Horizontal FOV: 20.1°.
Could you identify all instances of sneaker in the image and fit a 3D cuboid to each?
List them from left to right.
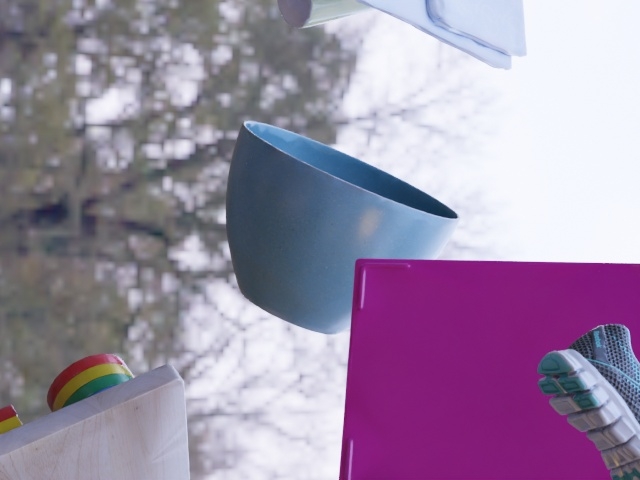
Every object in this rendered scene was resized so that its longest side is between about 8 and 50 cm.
[{"bbox_3d":[0.225,0.127,1.243,0.166,0.076,0.065,54,-28,-7],"label":"sneaker"}]

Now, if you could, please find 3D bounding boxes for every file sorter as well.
[{"bbox_3d":[0.178,0.142,1.528,0.182,0.290,0.202,66,26,-67],"label":"file sorter"}]

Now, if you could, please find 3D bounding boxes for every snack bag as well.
[{"bbox_3d":[0.099,-0.354,1.735,0.037,0.342,0.323,-10,-104,34],"label":"snack bag"}]

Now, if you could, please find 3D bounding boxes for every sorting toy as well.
[{"bbox_3d":[-0.266,0.235,1.815,0.089,0.255,0.257,52,-26,35],"label":"sorting toy"}]

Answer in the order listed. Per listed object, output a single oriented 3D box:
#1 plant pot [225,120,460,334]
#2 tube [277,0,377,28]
[{"bbox_3d":[0.000,0.000,2.216,0.195,0.290,0.290,-66,-154,9],"label":"plant pot"},{"bbox_3d":[0.066,-0.273,1.926,0.070,0.240,0.062,62,-37,14],"label":"tube"}]
